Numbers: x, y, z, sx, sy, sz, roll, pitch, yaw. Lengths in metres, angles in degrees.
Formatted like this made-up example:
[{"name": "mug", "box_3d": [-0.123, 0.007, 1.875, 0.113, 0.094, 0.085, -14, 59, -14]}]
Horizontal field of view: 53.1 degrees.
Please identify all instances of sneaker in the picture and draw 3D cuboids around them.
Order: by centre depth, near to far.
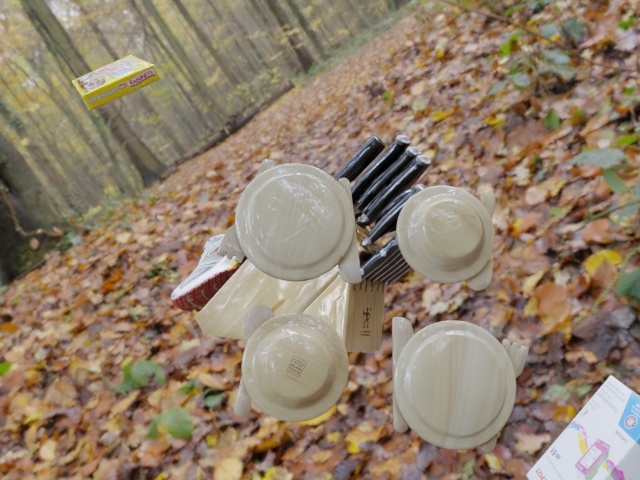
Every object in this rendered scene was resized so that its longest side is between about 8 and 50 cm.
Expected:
[{"name": "sneaker", "box_3d": [-0.196, 0.049, 1.229, 0.225, 0.088, 0.092, -41, 58, -21]}]

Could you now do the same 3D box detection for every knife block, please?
[{"name": "knife block", "box_3d": [0.000, 0.000, 0.720, 0.275, 0.242, 0.088, 1, -7, 32]}]

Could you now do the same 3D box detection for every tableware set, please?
[{"name": "tableware set", "box_3d": [0.028, 0.032, 0.336, 0.168, 0.141, 0.020, 7, -12, -4]}]

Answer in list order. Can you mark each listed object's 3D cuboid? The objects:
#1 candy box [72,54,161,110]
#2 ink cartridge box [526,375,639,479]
[{"name": "candy box", "box_3d": [-0.301, -0.232, 0.929, 0.105, 0.027, 0.206, -27, 27, -14]}, {"name": "ink cartridge box", "box_3d": [0.240, 0.188, 0.535, 0.123, 0.052, 0.088, -54, 4, 7]}]
